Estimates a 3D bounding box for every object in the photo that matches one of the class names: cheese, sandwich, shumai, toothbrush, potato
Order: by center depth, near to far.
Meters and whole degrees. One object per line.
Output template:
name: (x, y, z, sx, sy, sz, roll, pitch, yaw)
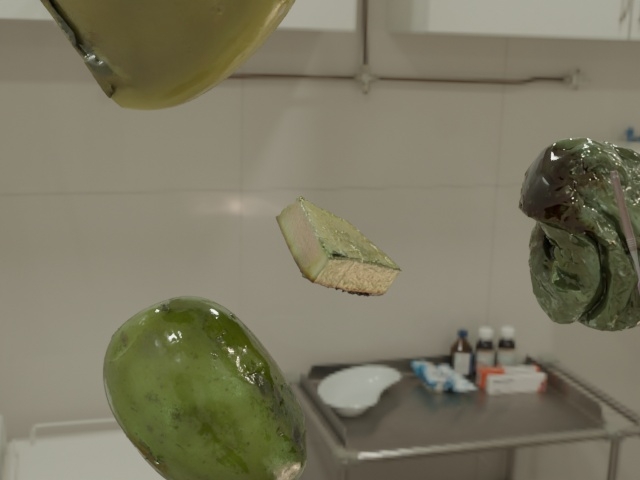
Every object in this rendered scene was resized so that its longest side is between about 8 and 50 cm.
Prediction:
toothbrush: (0.219, -0.003, 0.655, 0.006, 0.097, 0.008, -15, 0, 11)
cheese: (-0.161, -0.302, 1.053, 0.315, 0.259, 0.128, -24, 31, 28)
potato: (-0.143, 0.208, 1.179, 0.216, 0.304, 0.216, -36, 22, 17)
sandwich: (0.000, 0.000, 1.204, 0.162, 0.058, 0.193, 42, 14, 28)
shumai: (0.441, -0.040, 1.417, 0.304, 0.309, 0.263, -10, -32, 27)
